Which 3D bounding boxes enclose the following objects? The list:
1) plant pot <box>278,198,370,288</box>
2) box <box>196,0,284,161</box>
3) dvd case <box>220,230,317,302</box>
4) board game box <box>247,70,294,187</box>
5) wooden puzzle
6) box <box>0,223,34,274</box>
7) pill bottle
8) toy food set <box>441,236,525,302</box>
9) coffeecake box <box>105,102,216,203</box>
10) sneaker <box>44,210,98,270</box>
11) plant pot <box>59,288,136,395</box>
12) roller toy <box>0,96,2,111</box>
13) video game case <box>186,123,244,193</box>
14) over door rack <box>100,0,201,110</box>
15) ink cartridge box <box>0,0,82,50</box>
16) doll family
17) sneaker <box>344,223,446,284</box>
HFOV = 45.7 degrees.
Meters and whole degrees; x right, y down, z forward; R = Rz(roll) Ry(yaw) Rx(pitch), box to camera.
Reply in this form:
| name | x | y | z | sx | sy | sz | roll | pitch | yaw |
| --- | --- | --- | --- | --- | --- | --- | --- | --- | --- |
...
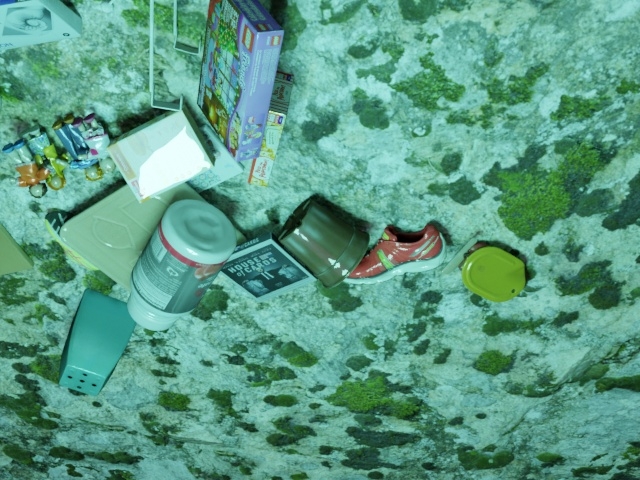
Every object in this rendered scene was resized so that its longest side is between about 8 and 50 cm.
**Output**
| name | x | y | z | sx | sy | sz | roll | pitch | yaw |
| --- | --- | --- | --- | --- | --- | --- | --- | --- | --- |
| plant pot | 0.000 | 0.000 | 1.784 | 0.165 | 0.167 | 0.167 | 37 | 127 | -17 |
| box | -0.162 | -0.327 | 1.460 | 0.057 | 0.201 | 0.293 | -14 | 141 | -29 |
| dvd case | -0.139 | 0.071 | 1.895 | 0.179 | 0.029 | 0.239 | -22 | 145 | 18 |
| board game box | -0.103 | -0.230 | 1.578 | 0.045 | 0.146 | 0.193 | 13 | 133 | -6 |
| wooden puzzle | -0.405 | -0.018 | 1.865 | 0.348 | 0.080 | 0.322 | -29 | 126 | 24 |
| box | -0.873 | 0.014 | 1.989 | 0.164 | 0.021 | 0.201 | -12 | 131 | 17 |
| pill bottle | -0.336 | 0.068 | 1.769 | 0.176 | 0.176 | 0.318 | 25 | 129 | -16 |
| toy food set | 0.402 | 0.063 | 1.860 | 0.218 | 0.071 | 0.128 | 28 | 106 | -22 |
| coffeecake box | -0.343 | -0.188 | 1.643 | 0.185 | 0.068 | 0.142 | -25 | 112 | 6 |
| sneaker | -0.625 | 0.011 | 1.920 | 0.094 | 0.081 | 0.208 | -18 | 126 | 35 |
| plant pot | -0.617 | 0.291 | 2.075 | 0.165 | 0.234 | 0.165 | 23 | 133 | -14 |
| roller toy | -0.792 | -0.281 | 1.612 | 0.209 | 0.146 | 0.191 | 24 | 132 | -17 |
| video game case | -0.278 | -0.180 | 1.734 | 0.157 | 0.019 | 0.143 | -22 | 127 | 25 |
| over door rack | -0.301 | -0.425 | 1.351 | 0.108 | 0.239 | 0.324 | 0 | 133 | 4 |
| ink cartridge box | -0.605 | -0.433 | 1.434 | 0.223 | 0.045 | 0.224 | -6 | 168 | 13 |
| doll family | -0.570 | -0.192 | 1.714 | 0.263 | 0.118 | 0.163 | -20 | 124 | 0 |
| sneaker | 0.164 | 0.024 | 1.842 | 0.279 | 0.107 | 0.118 | -16 | 111 | 17 |
